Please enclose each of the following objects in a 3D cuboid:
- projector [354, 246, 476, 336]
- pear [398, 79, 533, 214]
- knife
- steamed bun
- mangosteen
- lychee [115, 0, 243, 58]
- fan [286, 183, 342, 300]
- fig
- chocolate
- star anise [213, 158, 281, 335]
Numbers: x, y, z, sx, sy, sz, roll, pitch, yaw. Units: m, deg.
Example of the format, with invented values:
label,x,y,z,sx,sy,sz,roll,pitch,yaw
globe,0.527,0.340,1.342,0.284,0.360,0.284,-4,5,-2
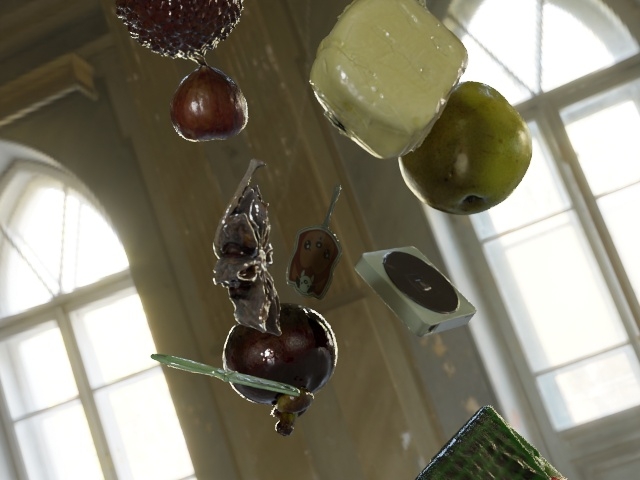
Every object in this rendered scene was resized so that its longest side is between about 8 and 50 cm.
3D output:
label,x,y,z,sx,sy,sz,roll,pitch,yaw
projector,0.240,0.130,2.344,0.257,0.259,0.079,-6,-43,-52
pear,0.313,-0.191,1.994,0.294,0.294,0.294,-19,-10,-4
knife,-0.181,0.253,1.729,0.293,0.020,0.043,13,8,0
steamed bun,0.104,-0.271,1.504,0.273,0.232,0.166,-58,6,-28
mangosteen,-0.092,0.299,2.309,0.297,0.293,0.297,-16,-50,-21
lychee,-0.281,-0.500,1.823,0.264,0.264,0.300,-13,-34,-35
fan,0.000,0.000,1.705,0.009,0.220,0.132,14,6,-44
fig,-0.297,-0.389,2.421,0.203,0.250,0.186,-2,14,-4
chocolate,0.295,0.493,1.500,0.360,0.341,0.161,-26,-25,-55
star anise,-0.105,0.016,1.320,0.081,0.262,0.230,-5,9,14
